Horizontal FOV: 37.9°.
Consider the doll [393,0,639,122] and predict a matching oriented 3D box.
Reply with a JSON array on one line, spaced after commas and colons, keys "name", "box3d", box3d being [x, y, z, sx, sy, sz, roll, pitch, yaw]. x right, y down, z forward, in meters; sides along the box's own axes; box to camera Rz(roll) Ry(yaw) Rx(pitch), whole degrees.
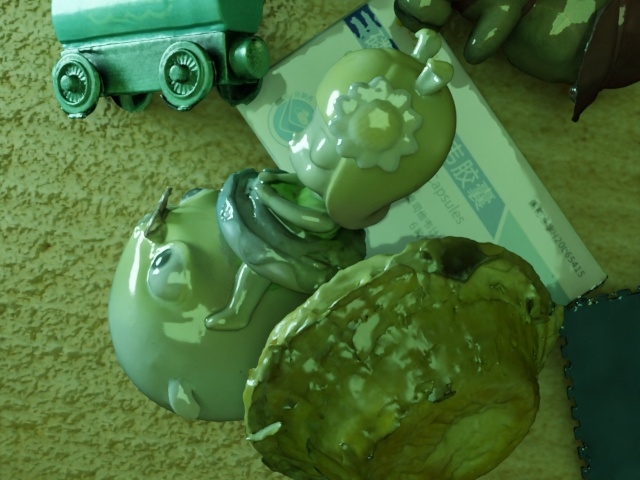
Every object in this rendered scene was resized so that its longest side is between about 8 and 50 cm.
[{"name": "doll", "box3d": [0.202, -0.219, 0.842, 0.255, 0.152, 0.196, 22, 82, -8]}]

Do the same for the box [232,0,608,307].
[{"name": "box", "box3d": [0.092, -0.050, 0.890, 0.200, 0.065, 0.343, -34, 88, 2]}]

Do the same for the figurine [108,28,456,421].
[{"name": "figurine", "box3d": [0.000, 0.000, 0.780, 0.274, 0.227, 0.394, 27, 121, -16]}]

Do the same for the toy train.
[{"name": "toy train", "box3d": [-0.154, -0.193, 0.852, 0.248, 0.101, 0.159, 0, 96, 33]}]

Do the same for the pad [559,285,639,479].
[{"name": "pad", "box3d": [0.366, 0.157, 0.872, 0.269, 0.012, 0.270, -11, 101, -2]}]

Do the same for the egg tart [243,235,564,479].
[{"name": "egg tart", "box3d": [0.082, 0.127, 0.754, 0.294, 0.295, 0.116, -36, 46, 2]}]
